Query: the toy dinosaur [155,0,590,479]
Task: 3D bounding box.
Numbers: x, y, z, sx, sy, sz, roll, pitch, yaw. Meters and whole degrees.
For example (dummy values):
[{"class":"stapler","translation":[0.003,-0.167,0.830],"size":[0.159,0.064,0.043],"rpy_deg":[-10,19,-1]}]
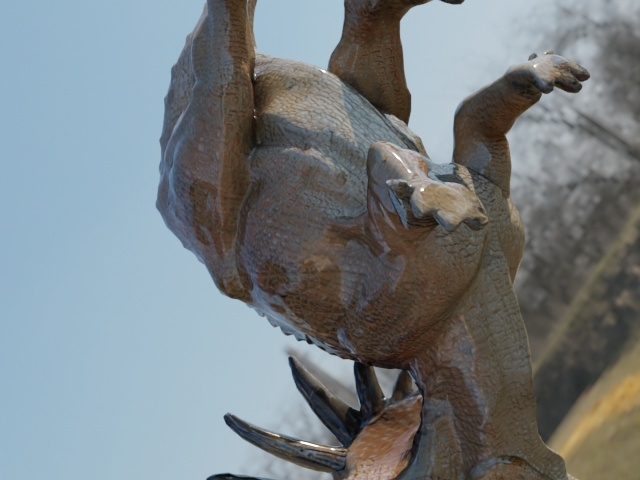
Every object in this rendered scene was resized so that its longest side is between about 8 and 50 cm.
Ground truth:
[{"class":"toy dinosaur","translation":[0.000,0.000,0.627],"size":[0.127,0.295,0.200],"rpy_deg":[-10,-42,-38]}]
